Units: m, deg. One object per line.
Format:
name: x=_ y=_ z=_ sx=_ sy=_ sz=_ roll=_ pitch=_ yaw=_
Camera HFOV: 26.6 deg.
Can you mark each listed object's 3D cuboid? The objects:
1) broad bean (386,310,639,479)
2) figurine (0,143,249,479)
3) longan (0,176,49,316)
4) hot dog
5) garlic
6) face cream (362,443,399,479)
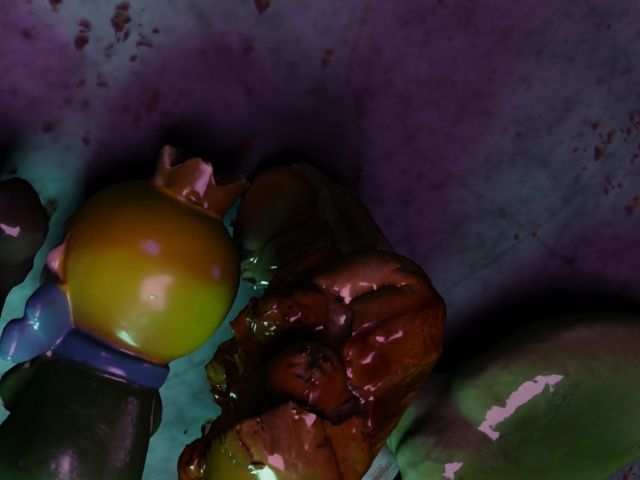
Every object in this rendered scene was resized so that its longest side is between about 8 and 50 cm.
broad bean: x=0.152 y=0.132 z=0.965 sx=0.228 sy=0.100 sz=0.169 roll=-32 pitch=133 yaw=11
figurine: x=-0.126 y=0.054 z=0.847 sx=0.127 sy=0.185 sz=0.234 roll=14 pitch=85 yaw=-7
longan: x=-0.252 y=0.018 z=0.762 sx=0.204 sy=0.159 sz=0.184 roll=-22 pitch=136 yaw=-6
hot dog: x=-0.021 y=0.111 z=0.827 sx=0.117 sy=0.158 sz=0.349 roll=34 pitch=158 yaw=8
garlic: x=0.000 y=0.001 z=0.842 sx=0.074 sy=0.113 sz=0.094 roll=-29 pitch=166 yaw=-47
face cream: x=0.044 y=0.167 z=1.014 sx=0.083 sy=0.021 sz=0.040 roll=23 pitch=119 yaw=-25
